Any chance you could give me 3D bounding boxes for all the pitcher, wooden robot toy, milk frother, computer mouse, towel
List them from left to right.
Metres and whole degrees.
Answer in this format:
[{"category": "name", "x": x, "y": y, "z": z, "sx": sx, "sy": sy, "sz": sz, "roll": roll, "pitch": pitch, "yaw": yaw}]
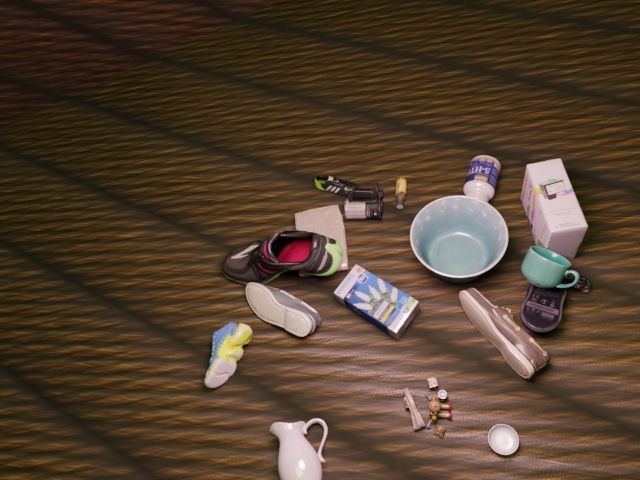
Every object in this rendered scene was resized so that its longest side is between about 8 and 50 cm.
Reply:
[{"category": "pitcher", "x": -0.046, "y": 0.634, "z": 1.564, "sx": 0.177, "sy": 0.126, "sz": 0.207, "roll": -12, "pitch": 44, "yaw": -12}, {"category": "towel", "x": 0.000, "y": 0.000, "z": 1.973, "sx": 0.186, "sy": 0.049, "sz": 0.283, "roll": -10, "pitch": 58, "yaw": 9}, {"category": "milk frother", "x": 0.169, "y": -0.149, "z": 2.004, "sx": 0.134, "sy": 0.129, "sz": 0.143, "roll": 1, "pitch": 16, "yaw": 14}, {"category": "wooden robot toy", "x": 0.350, "y": 0.489, "z": 1.568, "sx": 0.076, "sy": 0.079, "sz": 0.174, "roll": -3, "pitch": 59, "yaw": 12}, {"category": "computer mouse", "x": 0.717, "y": 0.198, "z": 1.667, "sx": 0.188, "sy": 0.072, "sz": 0.272, "roll": 22, "pitch": 55, "yaw": 27}]

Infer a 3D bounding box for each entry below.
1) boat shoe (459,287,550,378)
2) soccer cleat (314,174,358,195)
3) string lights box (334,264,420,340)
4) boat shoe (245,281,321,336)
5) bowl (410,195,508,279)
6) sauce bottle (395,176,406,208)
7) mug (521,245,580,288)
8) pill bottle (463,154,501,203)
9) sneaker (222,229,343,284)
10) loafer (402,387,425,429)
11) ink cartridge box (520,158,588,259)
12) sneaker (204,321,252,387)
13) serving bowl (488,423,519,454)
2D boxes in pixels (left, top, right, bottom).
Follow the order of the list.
[{"category": "boat shoe", "x": 0.563, "y": 0.268, "z": 1.633, "sx": 0.096, "sy": 0.117, "sz": 0.324, "roll": -31, "pitch": 61, "yaw": -12}, {"category": "soccer cleat", "x": 0.059, "y": -0.221, "z": 2.076, "sx": 0.178, "sy": 0.072, "sz": 0.060, "roll": 9, "pitch": 62, "yaw": 19}, {"category": "string lights box", "x": 0.190, "y": 0.206, "z": 1.781, "sx": 0.259, "sy": 0.077, "sz": 0.133, "roll": 30, "pitch": 72, "yaw": 28}, {"category": "boat shoe", "x": -0.133, "y": 0.233, "z": 1.854, "sx": 0.319, "sy": 0.117, "sz": 0.099, "roll": 26, "pitch": 25, "yaw": 33}, {"category": "bowl", "x": 0.462, "y": 0.019, "z": 1.777, "sx": 0.311, "sy": 0.163, "sz": 0.312, "roll": -6, "pitch": 59, "yaw": 10}, {"category": "sauce bottle", "x": 0.306, "y": -0.180, "z": 2.009, "sx": 0.042, "sy": 0.042, "sz": 0.128, "roll": 0, "pitch": 57, "yaw": 14}, {"category": "mug", "x": 0.696, "y": 0.095, "z": 1.628, "sx": 0.129, "sy": 0.098, "sz": 0.158, "roll": 12, "pitch": 22, "yaw": -17}, {"category": "pill bottle", "x": 0.581, "y": -0.205, "z": 1.915, "sx": 0.111, "sy": 0.112, "sz": 0.187, "roll": 12, "pitch": 63, "yaw": 20}, {"category": "sneaker", "x": -0.159, "y": 0.039, "z": 1.862, "sx": 0.482, "sy": 0.202, "sz": 0.186, "roll": -11, "pitch": 59, "yaw": 28}, {"category": "loafer", "x": 0.274, "y": 0.510, "z": 1.597, "sx": 0.039, "sy": 0.045, "sz": 0.125, "roll": -27, "pitch": 59, "yaw": 4}, {"category": "ink cartridge box", "x": 0.764, "y": -0.099, "z": 1.750, "sx": 0.116, "sy": 0.201, "sz": 0.279, "roll": -9, "pitch": 57, "yaw": 8}, {"category": "sneaker", "x": -0.335, "y": 0.385, "z": 1.812, "sx": 0.126, "sy": 0.091, "sz": 0.240, "roll": 17, "pitch": 64, "yaw": 43}, {"category": "serving bowl", "x": 0.521, "y": 0.570, "z": 1.506, "sx": 0.083, "sy": 0.027, "sz": 0.084, "roll": -6, "pitch": 58, "yaw": 10}]
